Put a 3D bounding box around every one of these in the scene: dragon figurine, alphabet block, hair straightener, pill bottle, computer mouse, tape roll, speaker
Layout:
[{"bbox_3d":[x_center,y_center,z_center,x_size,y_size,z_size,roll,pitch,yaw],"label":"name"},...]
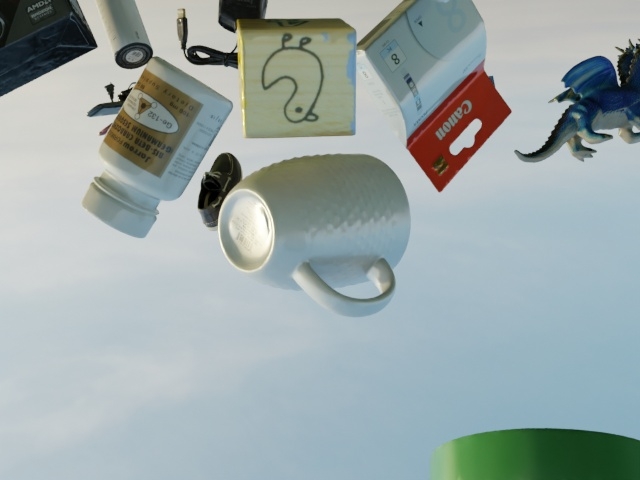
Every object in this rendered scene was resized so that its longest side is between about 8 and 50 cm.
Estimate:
[{"bbox_3d":[0.375,-0.196,1.151,0.289,0.144,0.085,-19,165,-5],"label":"dragon figurine"},{"bbox_3d":[-0.047,-0.294,1.478,0.197,0.192,0.193,-3,-161,-7],"label":"alphabet block"},{"bbox_3d":[-0.359,-0.264,1.548,0.047,0.089,0.230,-28,-172,32],"label":"hair straightener"},{"bbox_3d":[-0.231,-0.125,1.146,0.131,0.229,0.131,31,-174,-3],"label":"pill bottle"},{"bbox_3d":[-0.188,-0.463,1.621,0.184,0.262,0.060,2,-164,2],"label":"computer mouse"},{"bbox_3d":[0.308,0.337,1.114,0.321,0.321,0.077,1,-120,6],"label":"tape roll"},{"bbox_3d":[-0.276,-0.306,1.146,0.055,0.055,0.136,-11,-116,-25],"label":"speaker"}]

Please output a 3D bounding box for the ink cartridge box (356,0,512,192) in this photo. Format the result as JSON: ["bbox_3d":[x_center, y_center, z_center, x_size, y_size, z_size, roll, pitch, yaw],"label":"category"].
[{"bbox_3d":[0.270,-0.345,1.816,0.308,0.385,0.091,-47,-158,-22],"label":"ink cartridge box"}]

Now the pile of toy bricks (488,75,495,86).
[{"bbox_3d":[0.332,-0.341,2.028,0.212,0.118,0.105,-9,170,-3],"label":"pile of toy bricks"}]

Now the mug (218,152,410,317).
[{"bbox_3d":[0.000,0.000,1.633,0.328,0.276,0.374,-8,-129,-45],"label":"mug"}]

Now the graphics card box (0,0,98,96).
[{"bbox_3d":[-0.476,-0.365,1.103,0.233,0.370,0.094,-26,163,-2],"label":"graphics card box"}]

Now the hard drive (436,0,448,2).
[{"bbox_3d":[0.061,-0.480,1.252,0.233,0.047,0.353,32,-173,22],"label":"hard drive"}]

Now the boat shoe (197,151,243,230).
[{"bbox_3d":[-0.212,-0.117,1.713,0.075,0.065,0.206,-12,-132,22],"label":"boat shoe"}]
